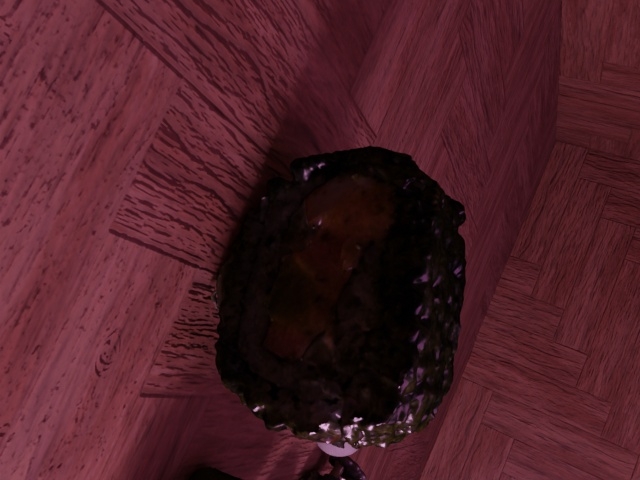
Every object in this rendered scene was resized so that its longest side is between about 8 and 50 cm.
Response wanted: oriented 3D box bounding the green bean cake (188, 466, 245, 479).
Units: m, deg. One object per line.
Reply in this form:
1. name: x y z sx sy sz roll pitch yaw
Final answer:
1. green bean cake: -0.137 0.527 0.815 0.319 0.218 0.335 -48 134 -45

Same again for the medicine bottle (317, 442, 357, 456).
1. medicine bottle: 0.043 0.303 1.157 0.147 0.147 0.247 -41 143 -46

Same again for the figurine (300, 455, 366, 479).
1. figurine: -0.024 0.650 1.291 0.207 0.166 0.387 57 49 -23

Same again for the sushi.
1. sushi: 0.020 0.072 0.744 0.178 0.294 0.351 38 60 -57
